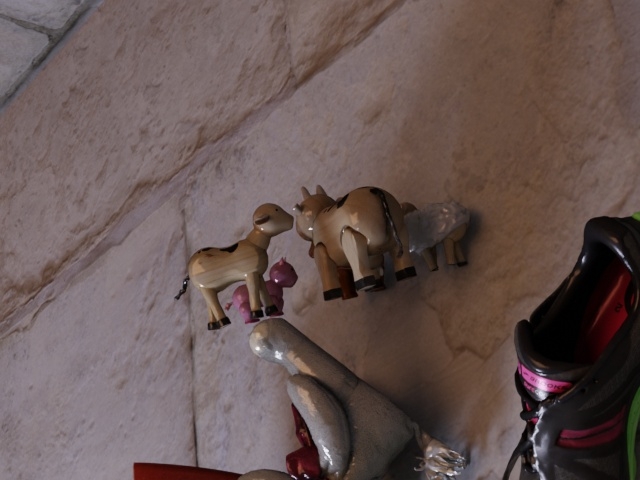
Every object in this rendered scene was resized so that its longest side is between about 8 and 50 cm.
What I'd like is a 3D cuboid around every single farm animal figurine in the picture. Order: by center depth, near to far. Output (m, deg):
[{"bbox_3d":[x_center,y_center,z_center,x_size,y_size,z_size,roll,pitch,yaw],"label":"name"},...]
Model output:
[{"bbox_3d":[0.000,0.000,1.871,0.326,0.330,0.172,-19,84,44],"label":"farm animal figurine"}]

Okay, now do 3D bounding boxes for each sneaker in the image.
[{"bbox_3d":[0.282,0.182,1.536,0.185,0.202,0.483,28,100,55],"label":"sneaker"}]

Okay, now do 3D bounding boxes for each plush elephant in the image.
[{"bbox_3d":[0.005,0.317,1.818,0.330,0.272,0.255,33,79,30],"label":"plush elephant"}]

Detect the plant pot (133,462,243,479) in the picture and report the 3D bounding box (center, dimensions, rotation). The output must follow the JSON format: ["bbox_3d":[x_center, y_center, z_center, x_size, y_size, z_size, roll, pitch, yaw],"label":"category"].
[{"bbox_3d":[-0.140,0.481,1.942,0.267,0.235,0.267,95,170,-61],"label":"plant pot"}]
